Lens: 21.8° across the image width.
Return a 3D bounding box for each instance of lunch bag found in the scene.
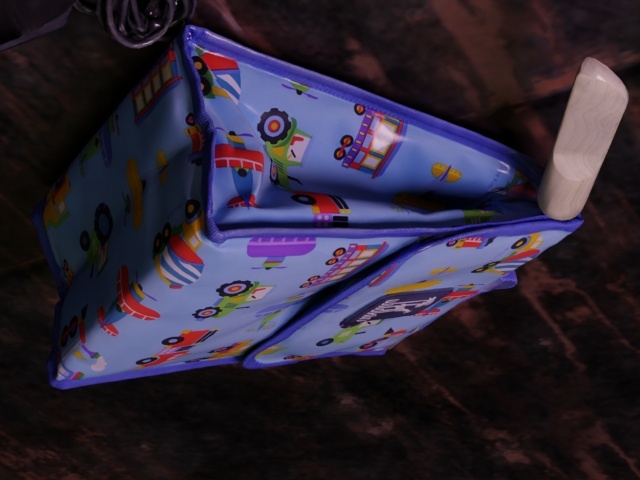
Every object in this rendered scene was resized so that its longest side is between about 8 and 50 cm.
[{"bbox_3d":[0.000,0.000,1.043,0.293,0.138,0.221,7,150,-32],"label":"lunch bag"}]

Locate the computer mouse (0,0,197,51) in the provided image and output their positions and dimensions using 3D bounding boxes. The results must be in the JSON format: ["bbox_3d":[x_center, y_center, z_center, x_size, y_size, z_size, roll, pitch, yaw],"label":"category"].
[{"bbox_3d":[-0.214,-0.143,0.872,0.272,0.072,0.188,-4,145,9],"label":"computer mouse"}]

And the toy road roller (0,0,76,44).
[{"bbox_3d":[-0.118,-0.260,0.635,0.329,0.240,0.202,-36,144,-11],"label":"toy road roller"}]

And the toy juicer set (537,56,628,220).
[{"bbox_3d":[0.250,-0.059,0.969,0.329,0.089,0.209,9,161,-18],"label":"toy juicer set"}]
